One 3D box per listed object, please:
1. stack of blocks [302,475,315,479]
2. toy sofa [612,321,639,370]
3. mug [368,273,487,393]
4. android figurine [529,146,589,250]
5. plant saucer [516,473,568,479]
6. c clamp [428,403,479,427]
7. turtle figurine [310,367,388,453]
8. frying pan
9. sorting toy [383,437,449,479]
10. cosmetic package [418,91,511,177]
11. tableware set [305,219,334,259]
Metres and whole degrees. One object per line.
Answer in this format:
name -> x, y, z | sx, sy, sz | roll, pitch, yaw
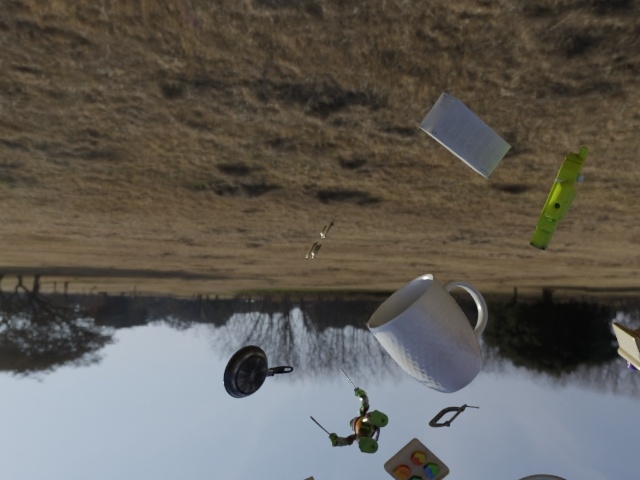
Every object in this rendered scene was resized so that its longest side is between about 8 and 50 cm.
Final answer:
stack of blocks -> 0.000, 0.950, 1.757 | 0.087, 0.297, 0.171 | -22, 136, -5
toy sofa -> 1.117, 0.294, 1.653 | 0.362, 0.177, 0.150 | -21, -172, 7
mug -> 0.397, 0.290, 1.780 | 0.374, 0.328, 0.276 | -41, -176, -17
android figurine -> 0.612, -0.107, 1.376 | 0.056, 0.273, 0.248 | 26, -168, 23
plant saucer -> 0.761, 1.007, 1.843 | 0.101, 0.401, 0.400 | 49, 149, -22
c clamp -> 0.466, 0.625, 1.931 | 0.160, 0.022, 0.137 | -24, -175, -36
turtle figurine -> 0.103, 0.614, 1.848 | 0.197, 0.275, 0.266 | -31, 180, -19
frying pan -> -0.225, 0.507, 1.983 | 0.053, 0.197, 0.326 | 13, 159, 45
sorting toy -> 0.393, 0.936, 2.207 | 0.208, 0.193, 0.038 | 45, -171, -6
cosmetic package -> 0.348, -0.248, 1.292 | 0.239, 0.099, 0.060 | 26, -167, -37
tableware set -> 0.000, 0.000, 1.860 | 0.020, 0.169, 0.141 | 32, 178, -8
